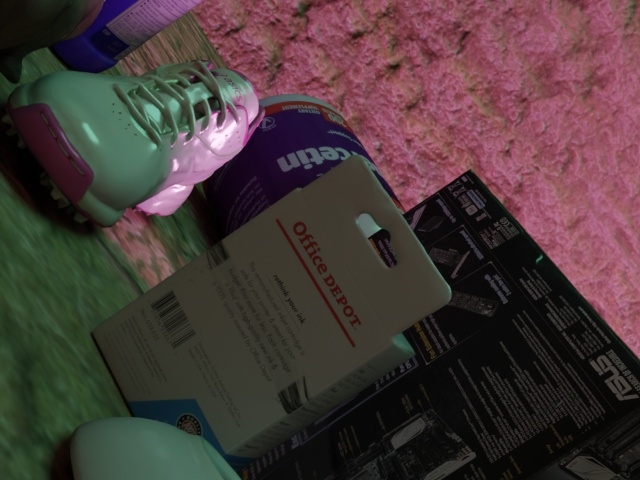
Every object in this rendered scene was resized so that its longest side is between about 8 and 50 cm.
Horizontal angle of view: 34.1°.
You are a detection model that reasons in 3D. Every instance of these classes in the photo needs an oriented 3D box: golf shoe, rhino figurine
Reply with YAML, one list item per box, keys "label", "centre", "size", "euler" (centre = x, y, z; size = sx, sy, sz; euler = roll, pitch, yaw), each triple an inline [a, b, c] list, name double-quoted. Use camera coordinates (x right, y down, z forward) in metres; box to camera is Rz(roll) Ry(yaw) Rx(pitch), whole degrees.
- label: "golf shoe"
  centre: [-0.121, -0.088, 0.747]
  size: [0.115, 0.140, 0.306]
  euler: [57, 7, -2]
- label: "rhino figurine"
  centre: [-0.179, -0.158, 0.666]
  size: [0.073, 0.106, 0.243]
  euler: [49, 14, -9]

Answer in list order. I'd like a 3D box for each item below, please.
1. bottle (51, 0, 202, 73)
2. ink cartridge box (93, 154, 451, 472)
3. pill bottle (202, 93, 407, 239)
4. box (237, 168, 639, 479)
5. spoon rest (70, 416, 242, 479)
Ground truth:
- label: "bottle"
  centre: [-0.130, -0.265, 0.956]
  size: [0.092, 0.283, 0.118]
  euler: [56, 7, 2]
- label: "ink cartridge box"
  centre: [-0.022, 0.047, 0.579]
  size: [0.104, 0.180, 0.060]
  euler: [58, 6, 21]
- label: "pill bottle"
  centre: [0.000, 0.000, 1.064]
  size: [0.181, 0.181, 0.323]
  euler: [51, 7, -43]
- label: "box"
  centre: [0.059, 0.101, 0.656]
  size: [0.076, 0.242, 0.307]
  euler: [53, 5, -27]
- label: "spoon rest"
  centre: [-0.041, 0.157, 0.402]
  size: [0.137, 0.084, 0.276]
  euler: [55, -8, -26]
